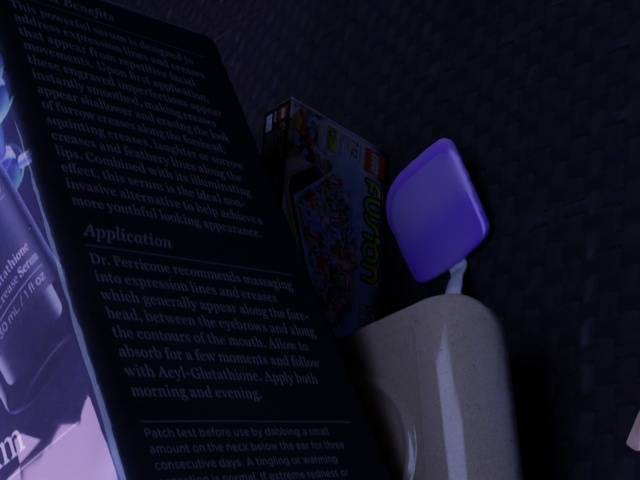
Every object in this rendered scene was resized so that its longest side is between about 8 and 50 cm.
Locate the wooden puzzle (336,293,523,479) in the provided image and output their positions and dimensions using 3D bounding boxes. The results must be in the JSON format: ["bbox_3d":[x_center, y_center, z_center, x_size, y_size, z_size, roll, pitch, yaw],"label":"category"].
[{"bbox_3d":[0.002,0.236,0.743,0.348,0.080,0.322,-25,56,39],"label":"wooden puzzle"}]

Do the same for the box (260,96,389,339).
[{"bbox_3d":[0.000,0.000,0.879,0.036,0.114,0.207,-25,50,42],"label":"box"}]

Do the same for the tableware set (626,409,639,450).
[{"bbox_3d":[0.178,0.147,0.541,0.128,0.039,0.194,38,115,50],"label":"tableware set"}]

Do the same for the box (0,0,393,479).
[{"bbox_3d":[-0.174,0.073,0.730,0.293,0.212,0.395,-40,59,29],"label":"box"}]

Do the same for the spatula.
[{"bbox_3d":[0.099,0.057,0.785,0.084,0.030,0.296,-40,42,32],"label":"spatula"}]
